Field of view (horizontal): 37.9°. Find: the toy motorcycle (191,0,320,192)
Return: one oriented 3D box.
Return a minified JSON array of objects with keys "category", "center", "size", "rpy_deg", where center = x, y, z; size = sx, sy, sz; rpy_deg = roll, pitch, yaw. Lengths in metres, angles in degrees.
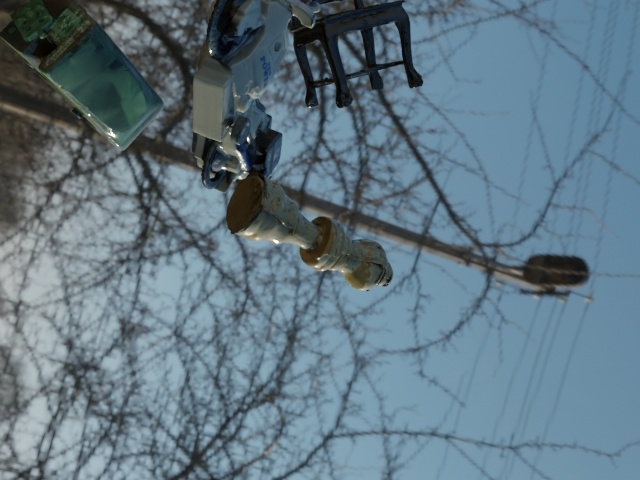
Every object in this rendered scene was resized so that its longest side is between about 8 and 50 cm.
[{"category":"toy motorcycle","center":[-0.067,-0.149,0.839],"size":[0.221,0.102,0.150],"rpy_deg":[100,16,-45]}]

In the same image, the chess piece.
[{"category":"chess piece","center":[0.000,0.001,0.829],"size":[0.060,0.172,0.060],"rpy_deg":[-34,-138,38]}]

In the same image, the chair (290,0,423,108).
[{"category":"chair","center":[0.020,-0.269,1.044],"size":[0.113,0.106,0.229],"rpy_deg":[11,-62,66]}]

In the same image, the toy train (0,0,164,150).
[{"category":"toy train","center":[-0.367,-0.265,1.509],"size":[0.129,0.326,0.159],"rpy_deg":[-46,-118,-6]}]
